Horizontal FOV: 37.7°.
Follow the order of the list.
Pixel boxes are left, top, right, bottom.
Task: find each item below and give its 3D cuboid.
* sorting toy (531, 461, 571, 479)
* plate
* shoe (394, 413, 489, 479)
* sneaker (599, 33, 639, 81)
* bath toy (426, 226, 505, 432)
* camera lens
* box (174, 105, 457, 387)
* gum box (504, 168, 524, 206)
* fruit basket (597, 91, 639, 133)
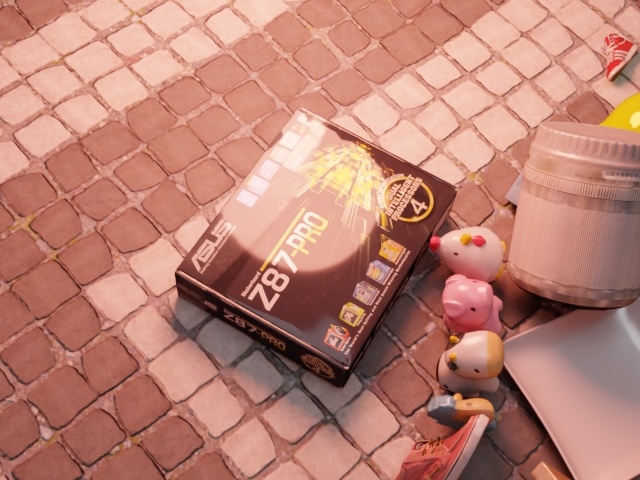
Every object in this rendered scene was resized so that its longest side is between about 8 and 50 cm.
[{"bbox_3d":[0.397,0.451,1.255,0.089,0.257,0.255,-47,39,8],"label":"sorting toy"},{"bbox_3d":[0.460,0.240,1.507,0.277,0.045,0.278,-22,67,-17],"label":"plate"},{"bbox_3d":[0.175,0.312,1.375,0.081,0.178,0.063,31,24,14],"label":"shoe"},{"bbox_3d":[0.574,-0.363,1.846,0.067,0.042,0.118,37,56,9],"label":"sneaker"},{"bbox_3d":[0.227,0.122,1.478,0.129,0.151,0.348,20,57,-20],"label":"bath toy"},{"bbox_3d":[0.424,-0.038,1.498,0.220,0.219,0.274,6,106,-3],"label":"camera lens"},{"bbox_3d":[0.000,0.000,1.554,0.318,0.097,0.395,29,63,12],"label":"box"},{"bbox_3d":[0.440,-0.089,1.626,0.184,0.157,0.041,36,23,11],"label":"gum box"},{"bbox_3d":[0.654,-0.191,1.633,0.283,0.392,0.392,41,65,15],"label":"fruit basket"}]
